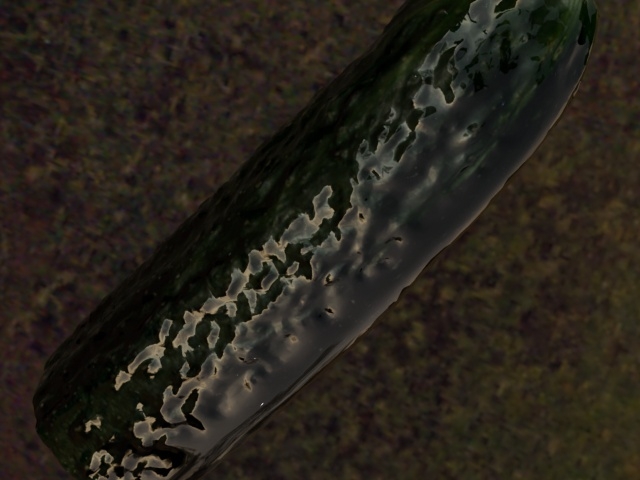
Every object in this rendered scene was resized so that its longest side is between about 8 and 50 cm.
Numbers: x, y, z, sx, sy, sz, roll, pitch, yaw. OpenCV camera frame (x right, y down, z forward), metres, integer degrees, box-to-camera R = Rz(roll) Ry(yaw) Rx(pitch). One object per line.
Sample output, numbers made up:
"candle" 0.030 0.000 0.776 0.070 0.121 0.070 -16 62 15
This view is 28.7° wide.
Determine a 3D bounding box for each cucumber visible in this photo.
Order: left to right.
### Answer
"cucumber" -0.001 -0.001 0.413 0.241 0.074 0.074 -43 153 27
